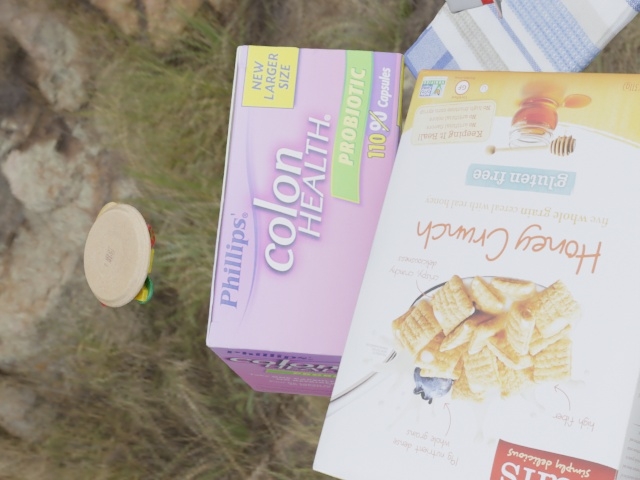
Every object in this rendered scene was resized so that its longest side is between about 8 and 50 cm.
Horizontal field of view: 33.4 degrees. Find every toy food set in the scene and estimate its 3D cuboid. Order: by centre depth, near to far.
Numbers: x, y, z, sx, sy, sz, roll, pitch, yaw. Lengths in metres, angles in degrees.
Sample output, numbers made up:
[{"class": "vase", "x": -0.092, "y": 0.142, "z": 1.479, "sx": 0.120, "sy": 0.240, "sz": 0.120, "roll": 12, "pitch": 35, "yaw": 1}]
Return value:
[{"class": "toy food set", "x": -0.157, "y": 0.013, "z": 0.829, "sx": 0.083, "sy": 0.020, "sz": 0.083, "roll": 10, "pitch": 91, "yaw": 42}]

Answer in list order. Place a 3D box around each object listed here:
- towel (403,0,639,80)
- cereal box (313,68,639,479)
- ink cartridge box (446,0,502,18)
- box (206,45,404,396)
[{"class": "towel", "x": 0.229, "y": -0.246, "z": 1.233, "sx": 0.285, "sy": 0.034, "sz": 0.209, "roll": -48, "pitch": 54, "yaw": 30}, {"class": "cereal box", "x": 0.102, "y": 0.029, "z": 0.566, "sx": 0.173, "sy": 0.047, "sz": 0.240, "roll": 8, "pitch": 78, "yaw": 38}, {"class": "ink cartridge box", "x": 0.083, "y": -0.260, "z": 0.826, "sx": 0.056, "sy": 0.225, "sz": 0.181, "roll": -23, "pitch": 107, "yaw": 18}, {"class": "box", "x": 0.000, "y": 0.000, "z": 0.816, "sx": 0.117, "sy": 0.243, "sz": 0.214, "roll": 4, "pitch": 75, "yaw": 6}]
